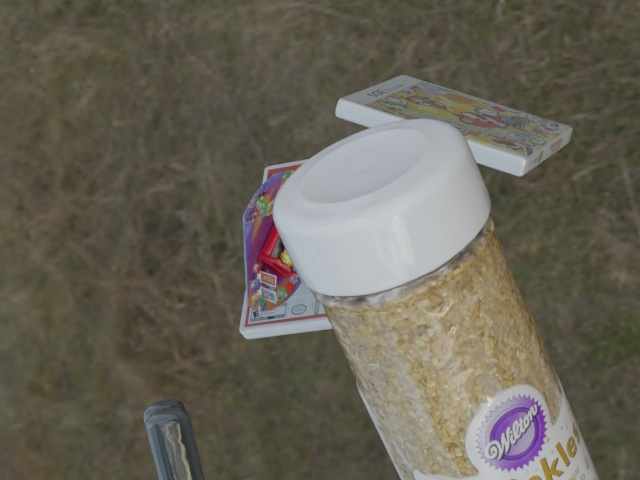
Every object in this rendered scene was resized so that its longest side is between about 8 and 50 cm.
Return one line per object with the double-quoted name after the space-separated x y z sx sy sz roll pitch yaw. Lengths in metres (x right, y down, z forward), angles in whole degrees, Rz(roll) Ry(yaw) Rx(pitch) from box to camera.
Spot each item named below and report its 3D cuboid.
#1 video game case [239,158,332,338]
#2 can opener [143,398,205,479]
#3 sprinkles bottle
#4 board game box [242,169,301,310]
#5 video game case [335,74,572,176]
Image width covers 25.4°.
0.000 0.000 1.974 0.204 0.025 0.285 -9 53 22 "video game case"
-0.116 0.298 1.479 0.074 0.093 0.280 -157 49 -75 "can opener"
0.092 0.101 0.883 0.121 0.121 0.355 18 139 55 "sprinkles bottle"
-0.035 0.003 1.641 0.033 0.133 0.168 16 120 31 "board game box"
0.159 -0.138 1.639 0.227 0.206 0.026 20 111 18 "video game case"
